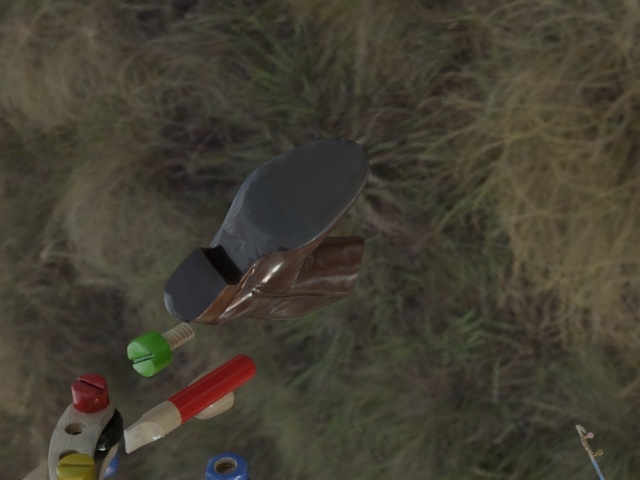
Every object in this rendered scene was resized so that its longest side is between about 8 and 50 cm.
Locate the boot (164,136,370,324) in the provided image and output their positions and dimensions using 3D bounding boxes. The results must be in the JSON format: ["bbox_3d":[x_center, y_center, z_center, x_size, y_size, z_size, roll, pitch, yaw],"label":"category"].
[{"bbox_3d":[0.000,0.000,0.528,0.106,0.114,0.037,-37,70,21],"label":"boot"}]

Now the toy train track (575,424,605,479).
[{"bbox_3d":[0.288,0.228,1.296,0.014,0.048,0.083,-27,65,11],"label":"toy train track"}]

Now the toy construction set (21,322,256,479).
[{"bbox_3d":[-0.195,0.231,1.103,0.257,0.237,0.309,44,136,18],"label":"toy construction set"}]
